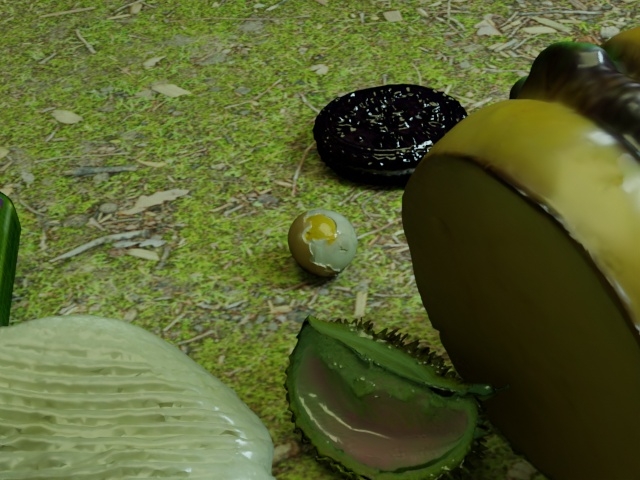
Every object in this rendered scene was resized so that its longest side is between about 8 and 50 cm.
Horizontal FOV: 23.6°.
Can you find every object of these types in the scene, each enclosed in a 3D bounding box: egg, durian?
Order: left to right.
[{"bbox_3d":[0.000,0.000,1.617,0.071,0.071,0.083,-23,33,-25],"label":"egg"},{"bbox_3d":[0.068,0.152,1.360,0.220,0.137,0.095,20,6,40],"label":"durian"}]

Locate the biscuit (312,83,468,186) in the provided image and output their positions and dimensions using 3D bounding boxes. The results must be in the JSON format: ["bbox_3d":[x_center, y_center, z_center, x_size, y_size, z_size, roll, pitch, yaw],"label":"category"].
[{"bbox_3d":[0.087,-0.127,1.814,0.194,0.053,0.194,-4,34,3],"label":"biscuit"}]

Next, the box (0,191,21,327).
[{"bbox_3d":[-0.372,0.061,1.513,0.134,0.097,0.345,-15,28,2],"label":"box"}]

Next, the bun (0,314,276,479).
[{"bbox_3d":[-0.204,0.229,1.148,0.349,0.227,0.352,5,40,5],"label":"bun"}]

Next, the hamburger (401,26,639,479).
[{"bbox_3d":[0.272,0.017,1.279,0.277,0.396,0.396,-29,40,-18],"label":"hamburger"}]
